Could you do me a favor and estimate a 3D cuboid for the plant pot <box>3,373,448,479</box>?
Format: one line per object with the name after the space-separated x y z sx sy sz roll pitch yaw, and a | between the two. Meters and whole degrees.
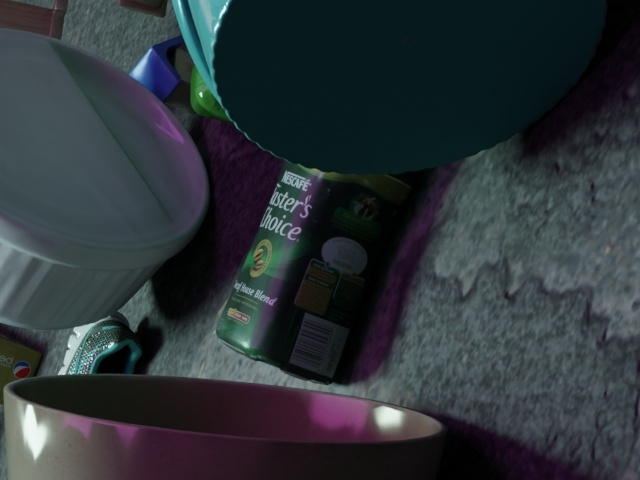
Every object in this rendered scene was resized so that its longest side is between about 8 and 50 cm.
-0.066 0.229 1.153 0.256 0.256 0.274 -172 87 -65 | plant pot

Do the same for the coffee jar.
0.000 0.000 1.362 0.096 0.079 0.184 18 86 65 | coffee jar

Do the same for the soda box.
-0.335 0.117 1.964 0.181 0.058 0.061 14 82 66 | soda box

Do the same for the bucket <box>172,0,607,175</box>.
0.037 -0.182 1.220 0.281 0.281 0.183 -47 40 37 | bucket

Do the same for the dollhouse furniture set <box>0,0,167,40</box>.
-0.298 -0.168 1.882 0.174 0.303 0.355 130 150 -66 | dollhouse furniture set

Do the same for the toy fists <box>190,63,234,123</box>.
-0.015 -0.166 1.516 0.279 0.096 0.142 -24 39 58 | toy fists

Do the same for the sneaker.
-0.198 0.140 1.670 0.076 0.065 0.166 20 89 61 | sneaker

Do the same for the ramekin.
-0.238 -0.044 1.657 0.127 0.273 0.273 -57 26 34 | ramekin

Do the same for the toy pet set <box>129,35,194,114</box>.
-0.151 -0.119 1.780 0.114 0.065 0.122 -46 33 38 | toy pet set
